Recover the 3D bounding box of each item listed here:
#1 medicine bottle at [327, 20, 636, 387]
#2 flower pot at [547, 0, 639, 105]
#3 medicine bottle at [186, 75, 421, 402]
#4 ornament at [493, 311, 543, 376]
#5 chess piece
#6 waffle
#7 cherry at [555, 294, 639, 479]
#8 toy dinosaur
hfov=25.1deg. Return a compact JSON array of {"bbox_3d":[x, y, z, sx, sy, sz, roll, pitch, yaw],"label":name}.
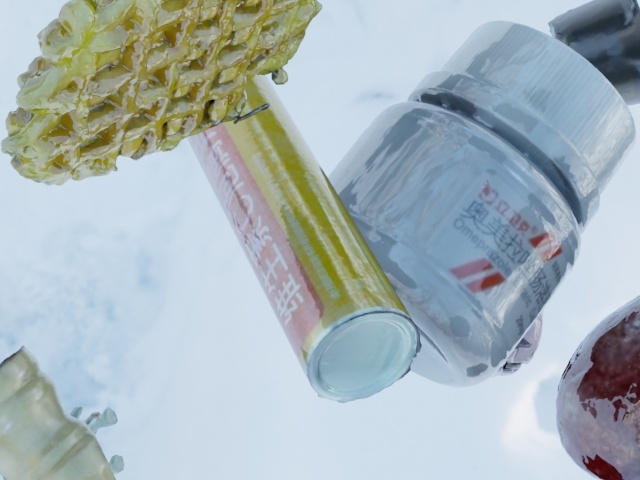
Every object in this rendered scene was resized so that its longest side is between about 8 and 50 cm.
[{"bbox_3d":[0.143,-0.038,1.407,0.245,0.245,0.306,44,74,-23],"label":"medicine bottle"},{"bbox_3d":[0.336,-0.220,1.717,0.157,0.106,0.157,-18,90,-81],"label":"flower pot"},{"bbox_3d":[-0.040,-0.047,1.208,0.108,0.108,0.426,19,27,-37],"label":"medicine bottle"},{"bbox_3d":[0.244,0.109,2.113,0.177,0.177,0.177,15,67,-39],"label":"ornament"},{"bbox_3d":[-0.183,0.178,1.064,0.200,0.090,0.090,46,49,-3],"label":"chess piece"},{"bbox_3d":[-0.101,-0.135,0.999,0.060,0.262,0.280,50,8,15],"label":"waffle"},{"bbox_3d":[0.365,0.149,1.464,0.230,0.300,0.203,19,20,-40],"label":"cherry"},{"bbox_3d":[-0.246,0.222,1.407,0.044,0.106,0.187,51,35,-34],"label":"toy dinosaur"}]
